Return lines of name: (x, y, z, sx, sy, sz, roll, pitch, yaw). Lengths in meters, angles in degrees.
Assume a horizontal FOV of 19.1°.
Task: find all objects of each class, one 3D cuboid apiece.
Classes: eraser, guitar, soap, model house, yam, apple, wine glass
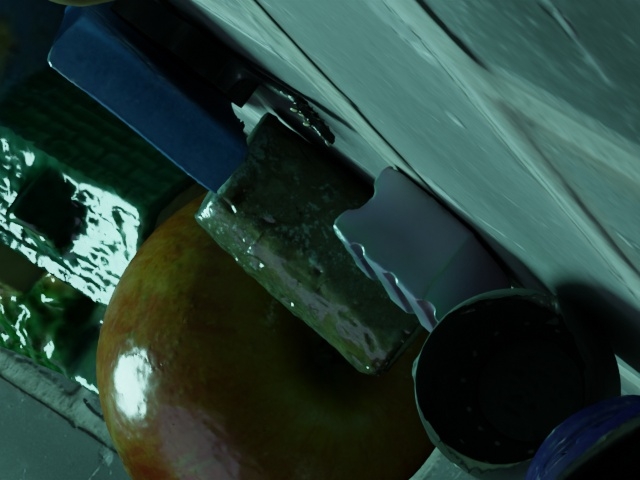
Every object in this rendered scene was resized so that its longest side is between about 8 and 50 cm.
eraser: (-0.122, -0.116, 1.351, 0.144, 0.043, 0.312, 40, -175, -11)
guitar: (-0.057, -0.105, 1.212, 0.088, 0.025, 0.233, 39, 179, -41)
soap: (0.069, 0.018, 1.179, 0.100, 0.056, 0.149, 42, 177, 15)
model house: (-0.266, -0.051, 1.872, 0.382, 0.335, 0.342, 27, 173, 27)
yam: (0.000, 0.000, 1.339, 0.194, 0.107, 0.107, 41, 177, 9)
apple: (-0.038, 0.095, 1.497, 0.301, 0.301, 0.301, 40, 177, 2)
wine glass: (0.110, 0.082, 1.058, 0.111, 0.111, 0.204, 39, -179, 14)

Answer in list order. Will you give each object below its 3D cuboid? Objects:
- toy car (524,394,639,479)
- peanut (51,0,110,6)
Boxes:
toy car: (0.187, 0.166, 0.937, 0.235, 0.172, 0.158, 45, -175, -18)
peanut: (-0.148, -0.178, 0.721, 0.228, 0.086, 0.104, 42, 180, -9)
